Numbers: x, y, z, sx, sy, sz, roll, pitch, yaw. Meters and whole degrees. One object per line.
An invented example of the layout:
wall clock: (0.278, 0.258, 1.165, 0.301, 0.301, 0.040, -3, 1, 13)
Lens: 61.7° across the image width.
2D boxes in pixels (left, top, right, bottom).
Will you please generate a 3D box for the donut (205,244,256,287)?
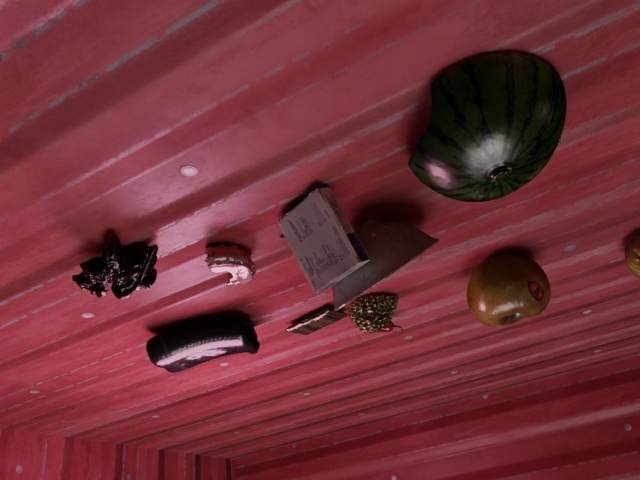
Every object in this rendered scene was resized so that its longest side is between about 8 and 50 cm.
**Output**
donut: (-0.225, 0.062, 1.400, 0.116, 0.065, 0.166, -12, 150, 8)

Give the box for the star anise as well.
star anise: (-0.498, 0.081, 1.306, 0.189, 0.126, 0.220, 5, 149, -15)

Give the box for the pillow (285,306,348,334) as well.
pillow: (-0.014, 0.279, 1.838, 0.203, 0.038, 0.113, -29, 147, 31)

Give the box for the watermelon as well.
watermelon: (0.331, -0.180, 1.048, 0.330, 0.190, 0.331, -3, 153, -2)

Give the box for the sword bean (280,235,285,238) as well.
sword bean: (-0.063, -0.015, 1.368, 0.083, 0.012, 0.012, -12, 149, 5)

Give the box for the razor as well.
razor: (-0.381, 0.340, 1.767, 0.348, 0.114, 0.204, -15, 150, 5)

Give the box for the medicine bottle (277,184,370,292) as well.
medicine bottle: (0.000, 0.000, 1.232, 0.052, 0.201, 0.171, -15, 161, -49)

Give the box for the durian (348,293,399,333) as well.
durian: (0.175, 0.245, 1.764, 0.186, 0.108, 0.119, -16, 149, 11)

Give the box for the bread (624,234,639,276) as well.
bread: (1.051, 0.067, 1.665, 0.260, 0.158, 0.156, 5, 150, -18)

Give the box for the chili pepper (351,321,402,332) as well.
chili pepper: (0.202, 0.299, 1.913, 0.191, 0.050, 0.059, 8, -176, -8)

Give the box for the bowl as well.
bowl: (0.126, 0.034, 1.334, 0.313, 0.146, 0.313, -34, 172, -6)

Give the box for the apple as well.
apple: (0.568, 0.153, 1.636, 0.260, 0.194, 0.261, -8, 151, -4)
